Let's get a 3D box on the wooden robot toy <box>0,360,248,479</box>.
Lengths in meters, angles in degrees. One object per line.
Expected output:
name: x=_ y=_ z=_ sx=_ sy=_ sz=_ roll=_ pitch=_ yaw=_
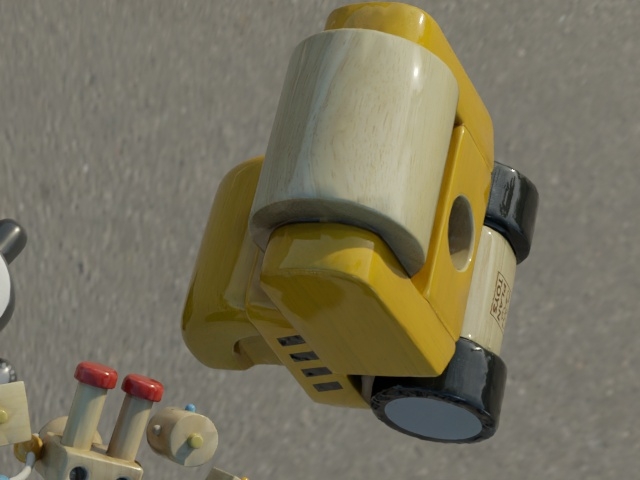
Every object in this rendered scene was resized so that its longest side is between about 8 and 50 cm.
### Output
wooden robot toy: x=-0.112 y=0.102 z=0.936 sx=0.173 sy=0.079 sz=0.076 roll=19 pitch=85 yaw=-27

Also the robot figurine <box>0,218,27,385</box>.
robot figurine: x=-0.383 y=0.063 z=1.614 sx=0.209 sy=0.173 sz=0.278 roll=20 pitch=48 yaw=24

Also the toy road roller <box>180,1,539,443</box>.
toy road roller: x=0.000 y=0.000 z=1.287 sx=0.241 sy=0.329 sz=0.202 roll=1 pitch=61 yaw=23
